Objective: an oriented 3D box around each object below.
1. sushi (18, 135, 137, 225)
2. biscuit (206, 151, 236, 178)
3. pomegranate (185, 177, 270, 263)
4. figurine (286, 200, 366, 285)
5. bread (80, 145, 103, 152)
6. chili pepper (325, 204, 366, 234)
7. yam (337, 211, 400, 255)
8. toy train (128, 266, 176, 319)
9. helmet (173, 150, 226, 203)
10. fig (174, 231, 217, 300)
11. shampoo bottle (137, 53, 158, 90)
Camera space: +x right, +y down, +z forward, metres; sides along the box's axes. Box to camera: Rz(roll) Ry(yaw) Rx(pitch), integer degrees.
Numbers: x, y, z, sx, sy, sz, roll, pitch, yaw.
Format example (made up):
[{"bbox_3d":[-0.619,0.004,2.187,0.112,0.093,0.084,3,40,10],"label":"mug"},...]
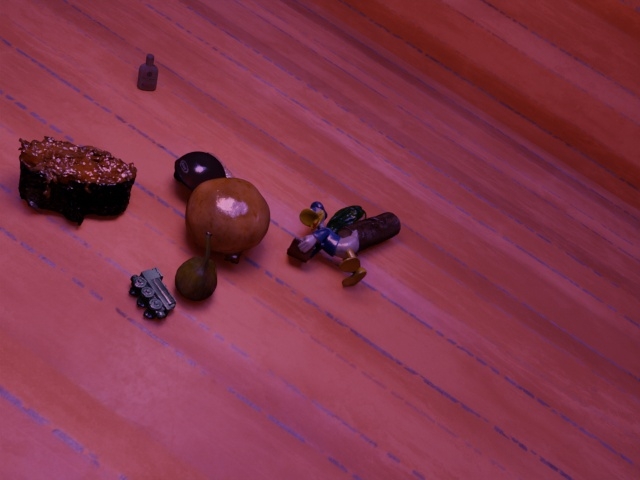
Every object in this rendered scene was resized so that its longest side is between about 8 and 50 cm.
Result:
[{"bbox_3d":[-0.788,-0.188,1.594,0.349,0.207,0.234,7,46,-28],"label":"sushi"},{"bbox_3d":[-0.391,-0.272,1.967,0.219,0.055,0.061,49,19,18],"label":"biscuit"},{"bbox_3d":[-0.319,-0.090,1.699,0.308,0.307,0.307,14,48,-16],"label":"pomegranate"},{"bbox_3d":[0.000,0.000,1.861,0.284,0.204,0.338,-10,58,-11],"label":"figurine"},{"bbox_3d":[-0.826,-0.304,1.773,0.110,0.024,0.110,17,43,-17],"label":"bread"},{"bbox_3d":[0.103,-0.086,2.050,0.100,0.074,0.257,45,52,10],"label":"chili pepper"},{"bbox_3d":[0.200,-0.032,2.011,0.280,0.131,0.131,-20,63,-40],"label":"yam"},{"bbox_3d":[-0.516,0.166,1.524,0.111,0.071,0.170,-23,65,-46],"label":"toy train"},{"bbox_3d":[-0.449,-0.231,1.825,0.189,0.193,0.216,60,10,25],"label":"helmet"},{"bbox_3d":[-0.371,0.080,1.545,0.149,0.245,0.149,17,40,-15],"label":"fig"},{"bbox_3d":[-0.732,-0.715,2.093,0.080,0.165,0.040,-2,54,-28],"label":"shampoo bottle"}]
